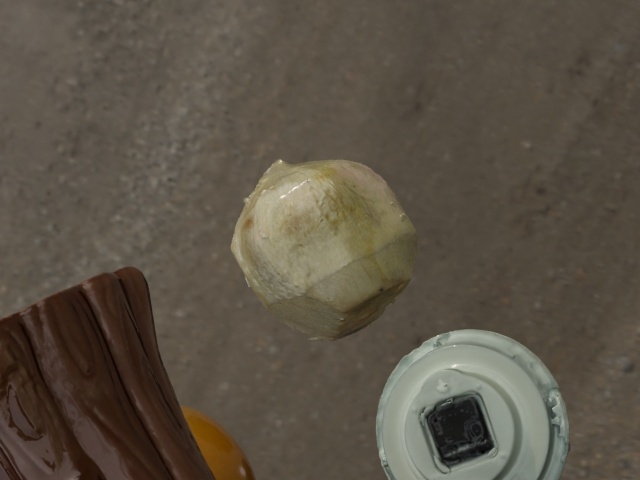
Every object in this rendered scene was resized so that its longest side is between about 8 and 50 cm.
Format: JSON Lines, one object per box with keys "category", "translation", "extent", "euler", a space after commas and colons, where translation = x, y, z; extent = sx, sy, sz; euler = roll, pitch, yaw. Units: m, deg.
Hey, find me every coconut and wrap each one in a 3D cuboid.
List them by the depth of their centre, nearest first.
{"category": "coconut", "translation": [0.001, -0.001, 1.508], "extent": [0.194, 0.194, 0.194], "euler": [-14, 70, 42]}

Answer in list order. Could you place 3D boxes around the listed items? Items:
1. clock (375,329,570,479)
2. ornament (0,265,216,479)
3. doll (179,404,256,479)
{"category": "clock", "translation": [0.167, 0.220, 1.661], "extent": [0.237, 0.053, 0.236], "euler": [-2, 86, 24]}
{"category": "ornament", "translation": [-0.183, 0.161, 1.054], "extent": [0.217, 0.235, 0.221], "euler": [59, 165, 2]}
{"category": "doll", "translation": [-0.150, 0.272, 1.284], "extent": [0.213, 0.213, 0.236], "euler": [3, 115, 46]}
